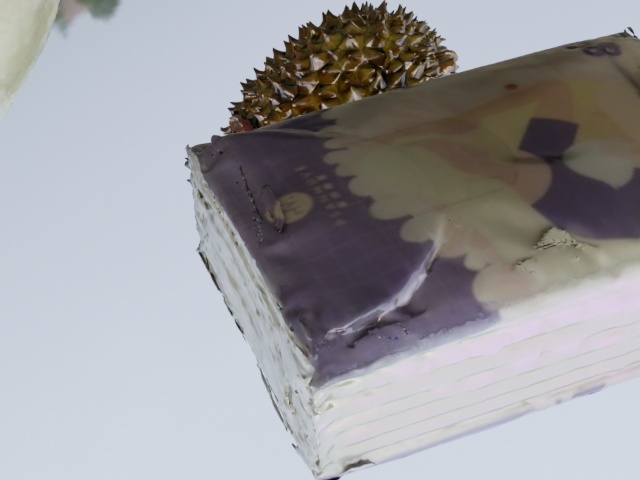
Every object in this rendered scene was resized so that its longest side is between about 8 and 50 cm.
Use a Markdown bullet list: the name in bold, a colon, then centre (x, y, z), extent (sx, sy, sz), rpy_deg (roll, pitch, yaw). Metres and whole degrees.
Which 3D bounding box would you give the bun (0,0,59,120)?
- **bun**: centre (-0.206, -0.133, 0.605), extent (0.188, 0.111, 0.164), rpy_deg (-55, -137, 21)

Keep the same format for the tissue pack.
- **tissue pack**: centre (0.111, -0.008, 0.758), extent (0.343, 0.125, 0.242), rpy_deg (-15, -141, -15)

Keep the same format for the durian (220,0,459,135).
- **durian**: centre (0.034, -0.153, 1.681), extent (0.384, 0.348, 0.348), rpy_deg (-32, -167, 20)
